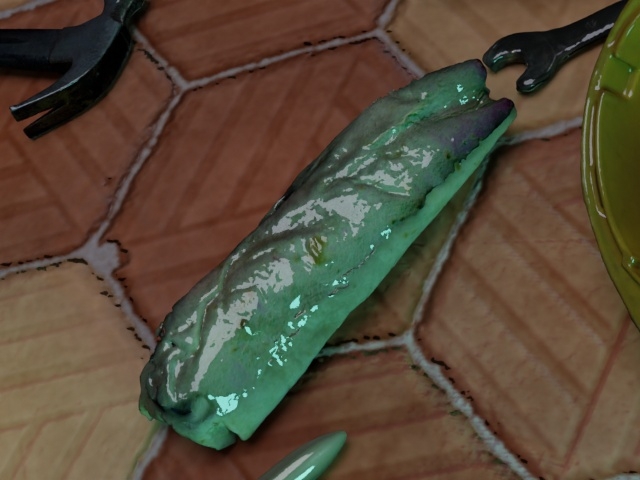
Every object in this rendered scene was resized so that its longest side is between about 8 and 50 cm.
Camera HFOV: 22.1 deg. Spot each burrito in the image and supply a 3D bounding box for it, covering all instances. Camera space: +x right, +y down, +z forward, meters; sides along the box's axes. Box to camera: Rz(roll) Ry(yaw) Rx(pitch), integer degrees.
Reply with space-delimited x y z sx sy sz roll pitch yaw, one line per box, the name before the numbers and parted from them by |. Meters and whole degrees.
burrito | 0.002 0.001 1.032 0.096 0.066 0.309 35 75 31

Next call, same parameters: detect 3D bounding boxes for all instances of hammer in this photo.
hammer | -0.281 -0.145 1.265 0.290 0.037 0.137 4 57 23

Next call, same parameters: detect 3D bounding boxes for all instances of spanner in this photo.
spanner | 0.228 -0.163 1.087 0.254 0.015 0.054 -25 53 4

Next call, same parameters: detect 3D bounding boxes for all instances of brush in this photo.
brush | -0.100 0.207 0.951 0.299 0.039 0.042 -37 13 -8

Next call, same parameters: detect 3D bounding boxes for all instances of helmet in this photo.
helmet | 0.264 -0.044 0.911 0.205 0.140 0.257 -31 55 43
